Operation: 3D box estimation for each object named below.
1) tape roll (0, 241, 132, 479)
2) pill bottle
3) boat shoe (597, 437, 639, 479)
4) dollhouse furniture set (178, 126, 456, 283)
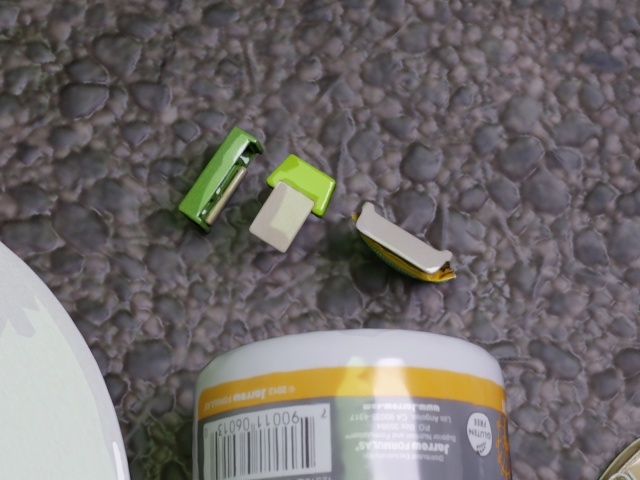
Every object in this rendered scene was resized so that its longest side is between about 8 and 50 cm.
[{"bbox_3d":[-0.288,0.151,0.809,0.392,0.072,0.392,1,72,-4],"label":"tape roll"},{"bbox_3d":[0.018,0.193,0.773,0.162,0.162,0.278,-1,73,-5],"label":"pill bottle"},{"bbox_3d":[0.157,0.169,0.849,0.056,0.048,0.153,36,74,7],"label":"boat shoe"},{"bbox_3d":[0.000,0.000,0.882,0.151,0.076,0.058,32,86,7],"label":"dollhouse furniture set"}]
